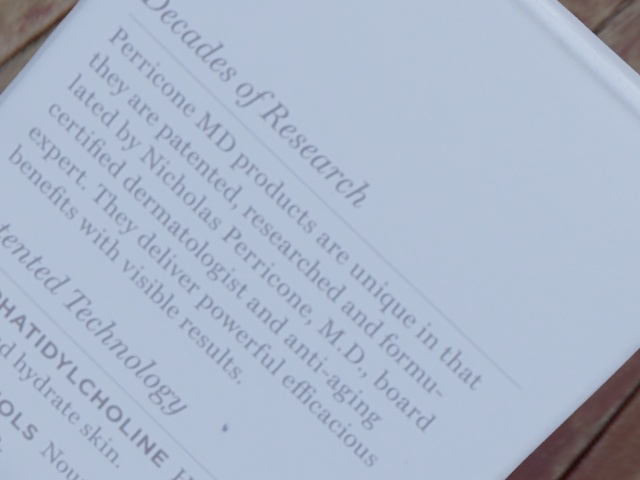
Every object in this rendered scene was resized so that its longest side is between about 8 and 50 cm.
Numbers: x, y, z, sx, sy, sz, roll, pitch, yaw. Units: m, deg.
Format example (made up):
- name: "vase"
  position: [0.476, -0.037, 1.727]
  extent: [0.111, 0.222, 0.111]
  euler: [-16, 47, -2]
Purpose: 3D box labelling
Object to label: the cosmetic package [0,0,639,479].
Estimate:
- name: "cosmetic package"
  position: [0.000, 0.000, 0.890]
  extent: [0.327, 0.329, 0.393]
  euler: [43, 103, 5]
